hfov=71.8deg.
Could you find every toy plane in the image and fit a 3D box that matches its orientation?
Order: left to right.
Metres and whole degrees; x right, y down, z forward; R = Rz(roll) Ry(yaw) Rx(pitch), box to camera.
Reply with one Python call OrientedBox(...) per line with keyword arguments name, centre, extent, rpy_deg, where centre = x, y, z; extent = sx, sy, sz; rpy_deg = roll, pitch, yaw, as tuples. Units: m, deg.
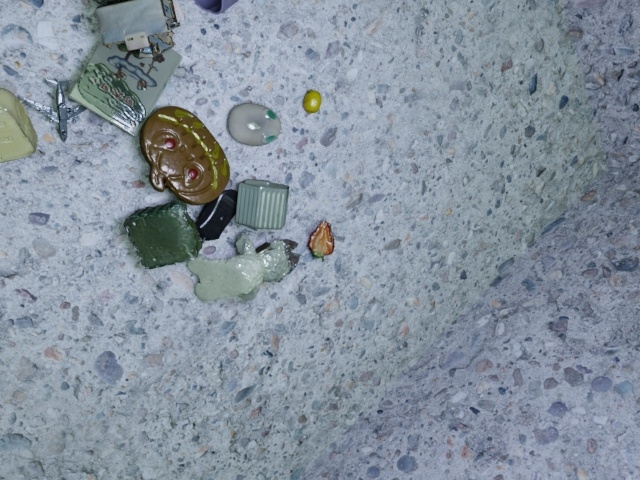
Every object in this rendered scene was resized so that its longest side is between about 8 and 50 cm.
OrientedBox(name="toy plane", centre=(-0.930, -0.467, 1.586), extent=(0.226, 0.058, 0.226), rpy_deg=(-12, 110, -40))

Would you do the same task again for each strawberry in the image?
OrientedBox(name="strawberry", centre=(-0.001, 0.003, 2.164), extent=(0.140, 0.085, 0.192), rpy_deg=(-25, 109, -10))

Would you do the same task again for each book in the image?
OrientedBox(name="book", centre=(-0.713, -0.610, 1.637), extent=(0.260, 0.043, 0.371), rpy_deg=(31, 82, -30))

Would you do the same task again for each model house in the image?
OrientedBox(name="model house", centre=(-0.614, -0.740, 1.562), extent=(0.271, 0.206, 0.178), rpy_deg=(-11, 102, 5))

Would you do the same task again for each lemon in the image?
OrientedBox(name="lemon", centre=(-0.037, -0.615, 1.975), extent=(0.082, 0.082, 0.110), rpy_deg=(4, 106, -27))

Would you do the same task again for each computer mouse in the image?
OrientedBox(name="computer mouse", centre=(-0.453, -0.110, 1.904), extent=(0.264, 0.088, 0.147), rpy_deg=(-60, 149, -9))

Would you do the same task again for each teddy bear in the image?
OrientedBox(name="teddy bear", centre=(-0.333, 0.111, 2.022), extent=(0.362, 0.375, 0.327), rpy_deg=(-44, 129, -58))

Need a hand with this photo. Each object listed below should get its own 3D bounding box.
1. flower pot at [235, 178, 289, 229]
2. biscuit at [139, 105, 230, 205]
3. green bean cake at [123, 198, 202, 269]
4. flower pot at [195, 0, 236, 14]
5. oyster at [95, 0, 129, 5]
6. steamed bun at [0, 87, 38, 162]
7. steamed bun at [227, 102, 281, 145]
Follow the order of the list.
OrientedBox(name="flower pot", centre=(-0.251, -0.158, 1.921), extent=(0.209, 0.239, 0.189), rpy_deg=(7, 104, -1))
OrientedBox(name="biscuit", centre=(-0.531, -0.320, 1.734), extent=(0.394, 0.070, 0.350), rpy_deg=(50, 53, -25))
OrientedBox(name="green bean cake", centre=(-0.623, -0.025, 1.778), extent=(0.255, 0.132, 0.241), rpy_deg=(-15, 111, 4))
OrientedBox(name="flower pot", centre=(-0.356, -1.015, 1.620), extent=(0.243, 0.265, 0.265), rpy_deg=(-44, 119, -22))
OrientedBox(name="oyster", centre=(-0.709, -0.894, 1.535), extent=(0.351, 0.158, 0.162), rpy_deg=(-16, 77, -35))
OrientedBox(name="steamed bun", centre=(-1.084, -0.386, 1.443), extent=(0.232, 0.166, 0.273), rpy_deg=(-17, 154, -16))
OrientedBox(name="steamed bun", centre=(-0.272, -0.487, 1.866), extent=(0.228, 0.131, 0.177), rpy_deg=(5, 100, -26))
